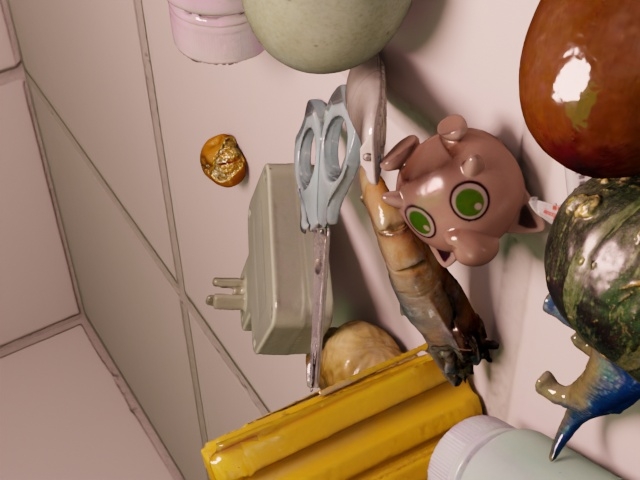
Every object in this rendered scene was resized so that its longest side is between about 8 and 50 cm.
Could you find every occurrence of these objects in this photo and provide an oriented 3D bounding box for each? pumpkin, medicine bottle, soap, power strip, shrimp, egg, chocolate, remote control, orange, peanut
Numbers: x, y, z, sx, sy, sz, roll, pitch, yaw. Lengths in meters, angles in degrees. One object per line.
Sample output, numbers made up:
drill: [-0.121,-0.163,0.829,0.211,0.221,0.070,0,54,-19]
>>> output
pumpkin: [0.245,0.028,0.745,0.190,0.190,0.146,43,118,47]
medicine bottle: [0.219,0.271,1.099,0.225,0.139,0.139,25,134,59]
medicine bottle: [-0.122,-0.344,1.270,0.152,0.152,0.254,50,154,37]
soap: [0.043,0.262,1.268,0.204,0.324,0.096,71,164,-9]
power strip: [-0.074,0.044,1.491,0.261,0.141,0.229,118,150,-64]
shrimp: [0.098,0.028,1.178,0.289,0.075,0.178,52,-168,-36]
egg: [0.008,-0.254,1.026,0.169,0.169,0.236,60,161,17]
chocolate: [0.206,-0.111,0.692,0.177,0.177,0.176,50,153,37]
remote control: [0.045,-0.135,1.101,0.229,0.044,0.073,-84,-6,-58]
orange: [-0.155,-0.121,1.695,0.086,0.062,0.086,54,157,36]
peanut: [0.044,0.164,1.461,0.120,0.110,0.236,50,170,-14]

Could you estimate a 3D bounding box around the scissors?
scissors: [-0.001,0.000,1.299,0.191,0.029,0.360,176,100,-67]

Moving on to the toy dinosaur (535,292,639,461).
toy dinosaur: [0.271,0.137,0.942,0.188,0.075,0.247,42,141,41]

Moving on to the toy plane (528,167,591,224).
toy plane: [0.223,-0.028,0.878,0.162,0.066,0.171,127,129,-65]

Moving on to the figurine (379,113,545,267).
figurine: [0.129,-0.043,1.018,0.138,0.125,0.125,58,162,-17]
